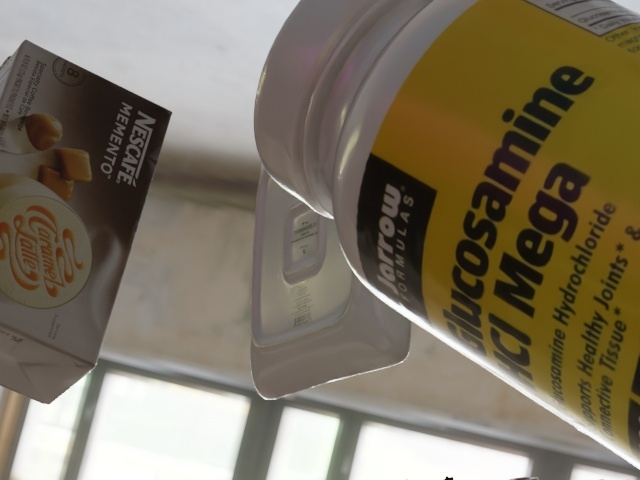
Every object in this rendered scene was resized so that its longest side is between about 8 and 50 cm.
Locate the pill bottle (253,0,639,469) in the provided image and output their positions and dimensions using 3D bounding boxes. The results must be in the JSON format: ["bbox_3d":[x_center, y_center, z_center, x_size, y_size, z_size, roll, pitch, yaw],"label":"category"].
[{"bbox_3d":[0.129,-0.016,0.833,0.334,0.188,0.188,32,-179,36],"label":"pill bottle"}]

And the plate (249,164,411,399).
[{"bbox_3d":[0.000,0.000,1.675,0.045,0.278,0.277,11,162,-29],"label":"plate"}]

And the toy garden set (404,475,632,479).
[{"bbox_3d":[0.180,0.198,1.346,0.244,0.049,0.204,-5,178,-39],"label":"toy garden set"}]

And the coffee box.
[{"bbox_3d":[-0.224,-0.016,1.367,0.141,0.246,0.098,27,144,-19],"label":"coffee box"}]
